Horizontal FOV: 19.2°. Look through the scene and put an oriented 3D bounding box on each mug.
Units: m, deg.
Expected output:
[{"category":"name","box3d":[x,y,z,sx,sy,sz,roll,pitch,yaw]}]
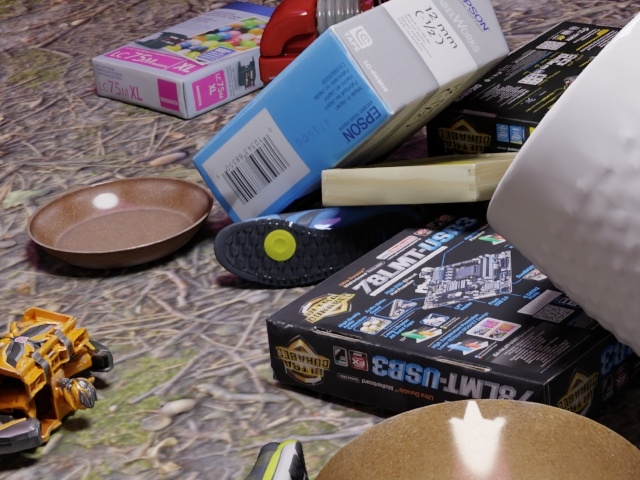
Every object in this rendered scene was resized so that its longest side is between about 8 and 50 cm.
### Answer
[{"category":"mug","box3d":[0.359,-0.038,1.441,0.328,0.374,0.276,43,44,13]}]

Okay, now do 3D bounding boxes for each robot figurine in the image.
[{"category":"robot figurine","box3d":[-0.333,0.115,1.680,0.291,0.085,0.211,3,27,21]}]

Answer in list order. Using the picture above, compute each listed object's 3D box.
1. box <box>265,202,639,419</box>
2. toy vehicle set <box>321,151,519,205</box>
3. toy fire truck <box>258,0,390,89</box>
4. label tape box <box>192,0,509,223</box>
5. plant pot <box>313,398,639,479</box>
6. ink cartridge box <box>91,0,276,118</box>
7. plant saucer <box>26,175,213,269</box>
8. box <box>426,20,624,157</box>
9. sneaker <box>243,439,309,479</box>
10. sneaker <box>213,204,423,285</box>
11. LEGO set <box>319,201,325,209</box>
[{"category":"box","box3d":[0.155,0.065,1.673,0.293,0.073,0.295,10,27,37]},{"category":"toy vehicle set","box3d":[0.140,-0.064,1.888,0.166,0.035,0.267,-1,5,32]},{"category":"toy fire truck","box3d":[0.030,-0.261,2.226,0.217,0.246,0.158,-2,24,10]},{"category":"label tape box","box3d":[0.064,-0.155,1.984,0.249,0.115,0.348,-40,-9,40]},{"category":"plant pot","box3d":[0.100,0.265,1.097,0.237,0.237,0.254,-4,39,6]},{"category":"ink cartridge box","box3d":[-0.121,-0.247,2.472,0.311,0.065,0.186,-25,30,-39]},{"category":"plant saucer","box3d":[-0.209,-0.015,1.999,0.199,0.036,0.198,-6,25,3]},{"category":"box","box3d":[0.307,-0.155,2.124,0.257,0.079,0.322,13,30,33]},{"category":"sneaker","box3d":[-0.078,0.232,1.325,0.121,0.111,0.300,-3,22,18]},{"category":"sneaker","box3d":[0.000,0.000,1.881,0.209,0.069,0.082,-6,11,2]},{"category":"LEGO set","box3d":[0.001,-0.007,1.949,0.054,0.023,0.083,2,38,25]}]
